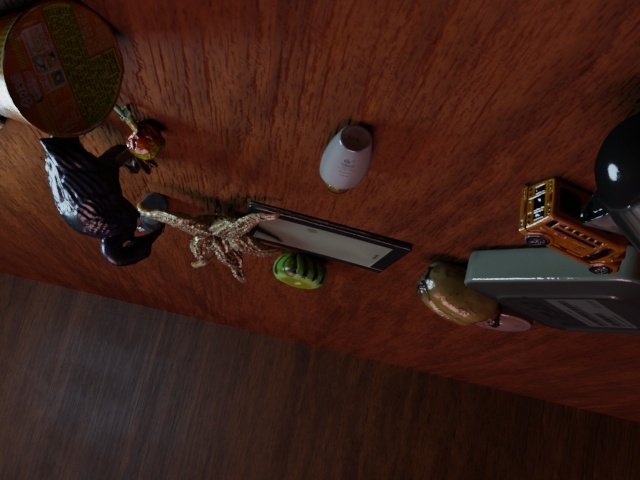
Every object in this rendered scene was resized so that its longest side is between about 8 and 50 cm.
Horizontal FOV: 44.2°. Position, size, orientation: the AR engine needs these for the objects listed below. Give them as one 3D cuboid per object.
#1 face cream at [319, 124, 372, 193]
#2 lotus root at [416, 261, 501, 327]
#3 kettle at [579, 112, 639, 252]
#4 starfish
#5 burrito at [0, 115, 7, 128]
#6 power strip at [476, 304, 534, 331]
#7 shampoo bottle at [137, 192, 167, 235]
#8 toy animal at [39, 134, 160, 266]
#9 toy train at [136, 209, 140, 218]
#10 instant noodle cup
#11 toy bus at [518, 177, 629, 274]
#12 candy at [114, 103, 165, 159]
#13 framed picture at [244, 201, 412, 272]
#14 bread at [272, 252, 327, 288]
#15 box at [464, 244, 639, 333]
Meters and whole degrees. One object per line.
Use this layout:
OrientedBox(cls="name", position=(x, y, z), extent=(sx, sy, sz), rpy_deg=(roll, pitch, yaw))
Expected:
OrientedBox(cls="face cream", position=(0.038, -0.118, 1.168), extent=(0.072, 0.051, 0.182), rpy_deg=(13, 164, -3))
OrientedBox(cls="lotus root", position=(0.303, 0.119, 1.664), extent=(0.220, 0.118, 0.125), rpy_deg=(25, 171, -15))
OrientedBox(cls="kettle", position=(0.425, -0.047, 0.837), extent=(0.271, 0.207, 0.250), rpy_deg=(25, 169, -15))
OrientedBox(cls="starfish", position=(-0.190, -0.004, 1.662), extent=(0.301, 0.084, 0.293), rpy_deg=(-3, 152, 13))
OrientedBox(cls="burrito", position=(-0.628, -0.204, 1.431), extent=(0.171, 0.042, 0.051), rpy_deg=(-5, 147, 45))
OrientedBox(cls="power strip", position=(0.409, 0.151, 1.781), extent=(0.154, 0.078, 0.154), rpy_deg=(10, 161, 4))
OrientedBox(cls="shampoo bottle", position=(-0.372, -0.051, 1.741), extent=(0.063, 0.057, 0.208), rpy_deg=(15, 164, -9))
OrientedBox(cls="toy animal", position=(-0.376, -0.094, 1.356), extent=(0.122, 0.185, 0.298), rpy_deg=(7, 146, 37))
OrientedBox(cls="toy train", position=(-0.416, -0.057, 1.836), extent=(0.083, 0.017, 0.017), rpy_deg=(25, 168, -39))
OrientedBox(cls="instant noodle cup", position=(-0.369, -0.217, 0.988), extent=(0.185, 0.168, 0.168), rpy_deg=(12, 167, 37))
OrientedBox(cls="toy bus", position=(0.389, -0.019, 1.170), extent=(0.194, 0.083, 0.088), rpy_deg=(22, 153, -23))
OrientedBox(cls="candy", position=(-0.303, -0.191, 1.207), extent=(0.060, 0.060, 0.201), rpy_deg=(6, 155, 24))
OrientedBox(cls="framed picture", position=(0.000, 0.000, 1.697), extent=(0.347, 0.016, 0.265), rpy_deg=(15, 164, -6))
OrientedBox(cls="bread", position=(-0.049, 0.071, 1.888), extent=(0.139, 0.071, 0.130), rpy_deg=(21, 166, -34))
OrientedBox(cls="box", position=(0.515, 0.107, 1.517), extent=(0.367, 0.091, 0.373), rpy_deg=(26, 159, -39))
